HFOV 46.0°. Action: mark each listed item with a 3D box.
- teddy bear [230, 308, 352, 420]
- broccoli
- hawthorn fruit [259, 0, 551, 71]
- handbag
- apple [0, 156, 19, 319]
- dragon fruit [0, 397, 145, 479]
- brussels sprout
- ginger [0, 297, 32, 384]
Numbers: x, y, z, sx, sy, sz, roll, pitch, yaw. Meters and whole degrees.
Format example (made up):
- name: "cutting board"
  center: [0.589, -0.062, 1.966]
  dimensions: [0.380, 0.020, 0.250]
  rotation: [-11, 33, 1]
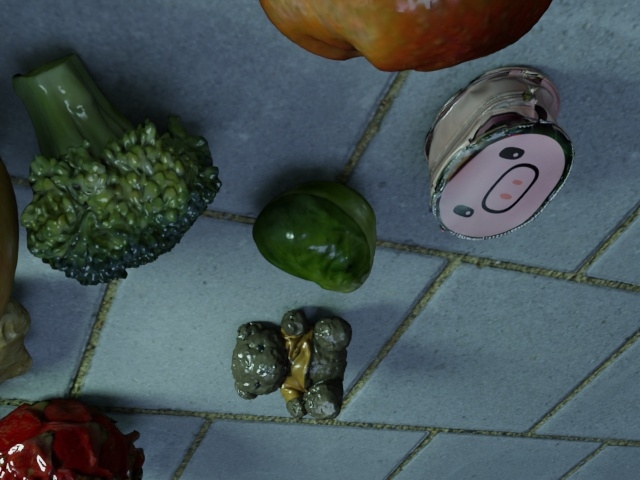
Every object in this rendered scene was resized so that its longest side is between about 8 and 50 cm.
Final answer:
- name: "teddy bear"
  center: [-0.049, 0.195, 1.217]
  dimensions: [0.190, 0.140, 0.177]
  rotation: [2, 94, -4]
- name: "broccoli"
  center: [-0.254, -0.076, 0.826]
  dimensions: [0.247, 0.263, 0.243]
  rotation: [-7, 116, 39]
- name: "hawthorn fruit"
  center: [0.077, -0.295, 0.626]
  dimensions: [0.277, 0.277, 0.298]
  rotation: [-5, 128, -10]
- name: "handbag"
  center: [0.225, -0.108, 0.960]
  dimensions: [0.179, 0.116, 0.205]
  rotation: [15, 132, -26]
- name: "apple"
  center: [-0.480, -0.008, 0.686]
  dimensions: [0.346, 0.391, 0.391]
  rotation: [-35, 134, 16]
- name: "dragon fruit"
  center: [-0.425, 0.381, 1.227]
  dimensions: [0.244, 0.244, 0.299]
  rotation: [-39, 147, 25]
- name: "brussels sprout"
  center: [0.004, -0.005, 1.001]
  dimensions: [0.183, 0.131, 0.145]
  rotation: [21, 133, -27]
- name: "ginger"
  center: [-0.539, 0.177, 1.065]
  dimensions: [0.354, 0.126, 0.190]
  rotation: [-28, 146, 19]
